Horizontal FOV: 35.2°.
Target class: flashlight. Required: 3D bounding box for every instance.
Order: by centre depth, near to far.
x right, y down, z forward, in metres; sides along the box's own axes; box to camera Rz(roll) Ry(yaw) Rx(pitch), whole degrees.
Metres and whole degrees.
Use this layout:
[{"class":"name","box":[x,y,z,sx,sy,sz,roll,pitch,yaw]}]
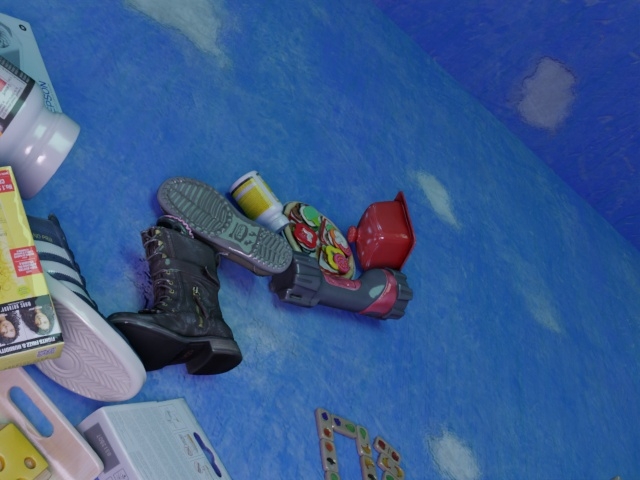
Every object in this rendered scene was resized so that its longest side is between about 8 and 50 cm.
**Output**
[{"class":"flashlight","box":[0.038,0.078,1.845,0.304,0.103,0.103,18,15,-43]}]

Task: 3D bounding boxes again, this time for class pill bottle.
[{"class":"pill bottle","box":[-0.477,-0.184,1.361,0.278,0.162,0.162,37,31,-22]},{"class":"pill bottle","box":[-0.109,-0.065,1.842,0.116,0.065,0.065,52,28,7]}]

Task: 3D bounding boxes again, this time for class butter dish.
[{"class":"butter dish","box":[0.110,-0.005,2.029,0.118,0.160,0.160,9,43,-18]}]

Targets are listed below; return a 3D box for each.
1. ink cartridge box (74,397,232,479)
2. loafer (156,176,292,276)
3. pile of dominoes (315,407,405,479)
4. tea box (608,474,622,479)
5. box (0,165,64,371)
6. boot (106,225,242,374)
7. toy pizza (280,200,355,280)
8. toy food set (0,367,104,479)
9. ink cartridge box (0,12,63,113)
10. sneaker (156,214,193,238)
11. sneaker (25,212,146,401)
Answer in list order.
[{"class":"ink cartridge box","box":[-0.201,0.300,1.304,0.189,0.066,0.232,57,8,14]},{"class":"loafer","box":[-0.170,-0.011,1.689,0.251,0.087,0.094,35,55,-5]},{"class":"pile of dominoes","box":[0.090,0.390,1.597,0.196,0.040,0.251,28,35,-34]},{"class":"tea box","box":[0.472,0.620,1.668,0.323,0.220,0.329,56,28,10]},{"class":"box","box":[-0.368,0.032,1.162,0.087,0.058,0.232,-11,69,-27]},{"class":"boot","box":[-0.230,0.076,1.470,0.263,0.091,0.229,22,40,-47]},{"class":"toy pizza","box":[0.000,0.000,1.952,0.201,0.032,0.201,35,31,-25]},{"class":"toy food set","box":[-0.380,0.239,1.056,0.219,0.092,0.306,49,28,0]},{"class":"ink cartridge box","box":[-0.518,-0.273,1.536,0.224,0.045,0.223,8,49,-50]},{"class":"sneaker","box":[-0.226,0.012,1.612,0.119,0.047,0.057,50,39,3]},{"class":"sneaker","box":[-0.344,0.054,1.292,0.350,0.131,0.148,44,33,-9]}]
